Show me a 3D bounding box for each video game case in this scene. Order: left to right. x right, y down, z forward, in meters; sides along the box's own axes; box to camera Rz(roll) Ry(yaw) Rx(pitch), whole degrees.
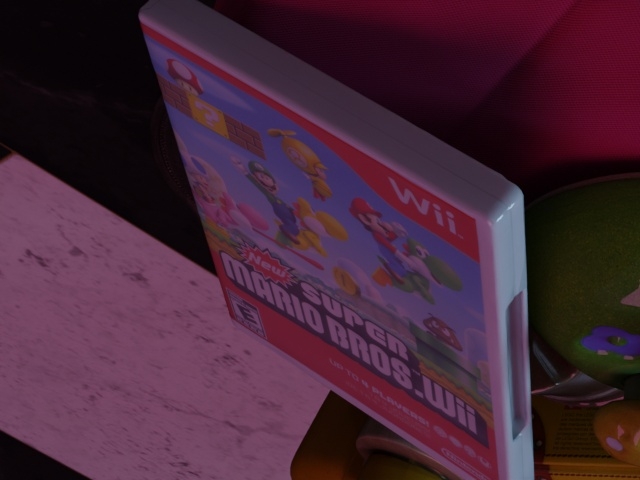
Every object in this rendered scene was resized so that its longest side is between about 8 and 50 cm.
[{"bbox_3d":[0.016,0.013,0.918,0.204,0.025,0.285,32,156,25],"label":"video game case"}]

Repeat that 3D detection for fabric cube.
[{"bbox_3d":[0.117,-0.171,0.897,0.259,0.254,0.258,24,152,-10],"label":"fabric cube"}]

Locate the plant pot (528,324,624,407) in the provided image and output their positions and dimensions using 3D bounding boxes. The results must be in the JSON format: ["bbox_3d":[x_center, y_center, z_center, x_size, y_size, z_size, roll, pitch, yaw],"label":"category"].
[{"bbox_3d":[0.158,0.039,1.263,0.167,0.167,0.165,6,-176,25],"label":"plant pot"}]

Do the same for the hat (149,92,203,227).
[{"bbox_3d":[0.000,0.000,1.418,0.331,0.134,0.331,15,153,8],"label":"hat"}]

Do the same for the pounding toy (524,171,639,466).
[{"bbox_3d":[0.149,0.057,0.903,0.237,0.110,0.183,-1,152,22],"label":"pounding toy"}]

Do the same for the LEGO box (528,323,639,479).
[{"bbox_3d":[0.435,0.180,1.390,0.500,0.193,0.372,-3,145,38],"label":"LEGO box"}]

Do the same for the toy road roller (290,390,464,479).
[{"bbox_3d":[0.082,0.174,1.618,0.240,0.202,0.329,18,156,27],"label":"toy road roller"}]
